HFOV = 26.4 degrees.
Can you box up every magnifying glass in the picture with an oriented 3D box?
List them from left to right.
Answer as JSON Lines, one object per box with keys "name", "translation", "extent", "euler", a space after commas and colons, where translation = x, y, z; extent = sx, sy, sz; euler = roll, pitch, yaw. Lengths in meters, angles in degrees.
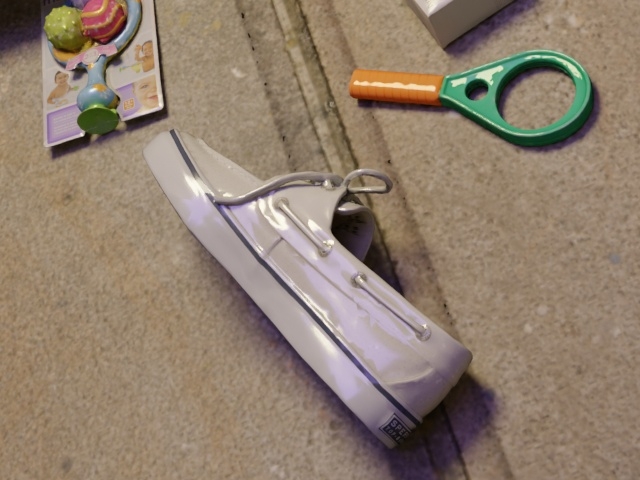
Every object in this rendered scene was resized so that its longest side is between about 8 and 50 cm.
{"name": "magnifying glass", "translation": [0.136, -0.137, 1.253], "extent": [0.231, 0.026, 0.092], "euler": [7, 68, 26]}

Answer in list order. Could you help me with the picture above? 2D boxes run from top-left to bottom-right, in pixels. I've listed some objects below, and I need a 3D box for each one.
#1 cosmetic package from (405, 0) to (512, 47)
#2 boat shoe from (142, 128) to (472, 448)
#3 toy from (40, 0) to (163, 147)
{"name": "cosmetic package", "translation": [0.093, -0.304, 1.333], "extent": [0.099, 0.060, 0.239], "euler": [-35, 57, 4]}
{"name": "boat shoe", "translation": [-0.002, -0.002, 1.179], "extent": [0.156, 0.136, 0.367], "euler": [-42, 60, -1]}
{"name": "toy", "translation": [-0.244, -0.221, 1.434], "extent": [0.137, 0.056, 0.237], "euler": [-17, 60, 12]}
